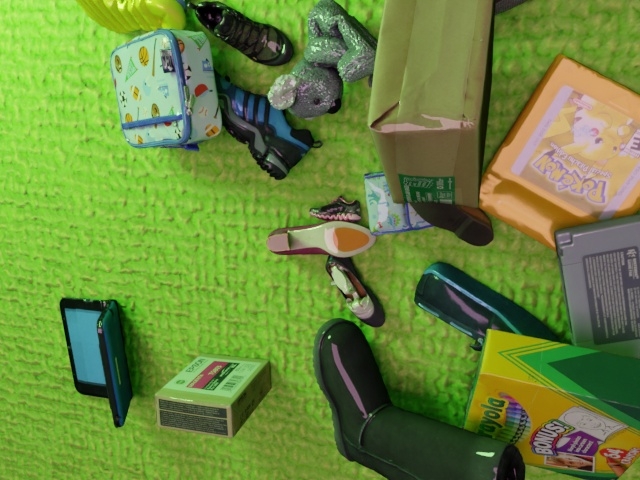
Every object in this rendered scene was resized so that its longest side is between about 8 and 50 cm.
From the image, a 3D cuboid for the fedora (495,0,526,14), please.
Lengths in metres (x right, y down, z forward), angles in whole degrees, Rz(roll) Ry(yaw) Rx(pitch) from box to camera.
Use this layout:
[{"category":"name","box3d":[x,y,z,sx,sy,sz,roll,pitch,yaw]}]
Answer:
[{"category":"fedora","box3d":[0.254,-0.497,1.051,0.275,0.243,0.124,-13,71,29]}]

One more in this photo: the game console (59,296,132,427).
[{"category":"game console","box3d":[-0.600,0.312,1.554,0.173,0.250,0.293,-7,104,-8]}]

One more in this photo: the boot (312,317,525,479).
[{"category":"boot","box3d":[0.186,0.367,1.202,0.445,0.146,0.367,13,123,55]}]

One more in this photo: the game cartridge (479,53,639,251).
[{"category":"game cartridge","box3d":[0.488,-0.143,1.139,0.285,0.052,0.324,31,111,8]}]

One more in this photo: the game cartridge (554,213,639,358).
[{"category":"game cartridge","box3d":[0.572,0.097,1.146,0.198,0.062,0.297,-13,111,10]}]

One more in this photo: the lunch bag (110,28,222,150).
[{"category":"lunch bag","box3d":[-0.328,-0.306,1.261,0.303,0.115,0.243,7,106,48]}]

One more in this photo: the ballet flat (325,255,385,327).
[{"category":"ballet flat","box3d":[0.073,0.118,1.333,0.074,0.074,0.203,-30,95,23]}]

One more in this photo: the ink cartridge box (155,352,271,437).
[{"category":"ink cartridge box","box3d":[-0.247,0.358,1.413,0.193,0.234,0.088,3,105,16]}]

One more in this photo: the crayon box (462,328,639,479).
[{"category":"crayon box","box3d":[0.448,0.333,1.153,0.313,0.106,0.363,9,142,13]}]

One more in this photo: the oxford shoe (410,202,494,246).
[{"category":"oxford shoe","box3d":[0.255,-0.069,1.201,0.212,0.076,0.076,33,130,-15]}]

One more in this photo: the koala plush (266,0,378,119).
[{"category":"koala plush","box3d":[0.008,-0.330,1.178,0.221,0.196,0.203,-45,77,23]}]

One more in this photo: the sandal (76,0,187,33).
[{"category":"sandal","box3d":[-0.402,-0.532,1.296,0.317,0.126,0.138,16,73,20]}]

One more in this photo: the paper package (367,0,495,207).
[{"category":"paper package","box3d":[0.198,-0.246,1.009,0.168,0.325,0.310,6,74,16]}]

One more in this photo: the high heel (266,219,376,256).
[{"category":"high heel","box3d":[0.000,0.000,1.337,0.244,0.117,0.082,-8,93,1]}]

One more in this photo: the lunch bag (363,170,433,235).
[{"category":"lunch bag","box3d":[0.170,-0.084,1.238,0.151,0.096,0.129,-6,101,5]}]

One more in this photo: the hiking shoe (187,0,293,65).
[{"category":"hiking shoe","box3d":[-0.167,-0.425,1.235,0.226,0.114,0.086,28,112,9]}]

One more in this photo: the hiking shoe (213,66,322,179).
[{"category":"hiking shoe","box3d":[-0.140,-0.272,1.293,0.132,0.113,0.304,-40,83,-7]}]

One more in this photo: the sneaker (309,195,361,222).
[{"category":"sneaker","box3d":[0.034,-0.071,1.314,0.119,0.047,0.057,4,86,15]}]

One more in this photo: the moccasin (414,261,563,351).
[{"category":"moccasin","box3d":[0.352,0.178,1.244,0.342,0.137,0.117,38,118,20]}]
